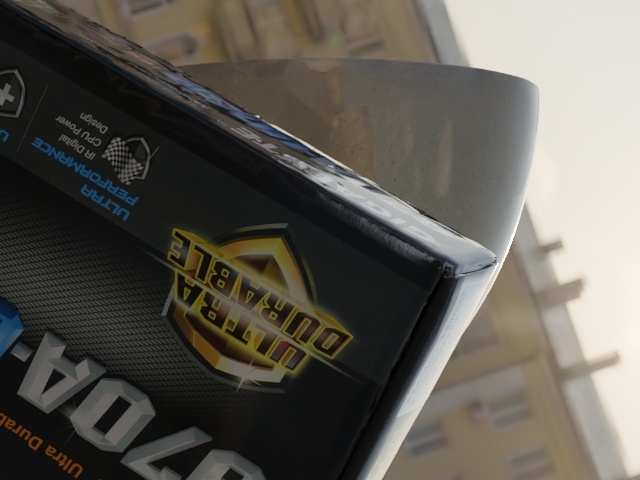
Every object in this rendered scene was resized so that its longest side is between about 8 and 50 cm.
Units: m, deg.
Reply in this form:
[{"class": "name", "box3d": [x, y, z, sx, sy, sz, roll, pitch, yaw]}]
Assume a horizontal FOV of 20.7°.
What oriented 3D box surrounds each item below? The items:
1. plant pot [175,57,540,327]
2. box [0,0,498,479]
[{"class": "plant pot", "box3d": [0.000, 0.000, 1.122, 0.284, 0.284, 0.191, 139, -50, -84]}, {"class": "box", "box3d": [-0.080, 0.029, 0.550, 0.220, 0.175, 0.051, 31, 14, 17]}]
